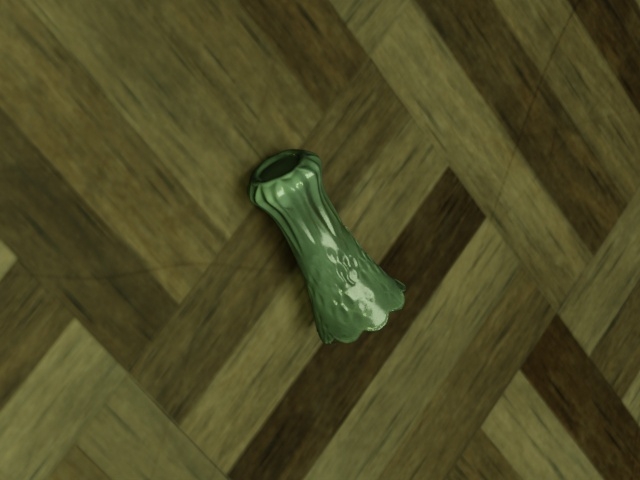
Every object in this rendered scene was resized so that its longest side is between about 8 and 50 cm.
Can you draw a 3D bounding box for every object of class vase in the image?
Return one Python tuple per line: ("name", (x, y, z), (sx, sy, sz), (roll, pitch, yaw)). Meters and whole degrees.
("vase", (0.000, 0.000, 1.456), (0.081, 0.081, 0.148), (-43, 117, -28))
